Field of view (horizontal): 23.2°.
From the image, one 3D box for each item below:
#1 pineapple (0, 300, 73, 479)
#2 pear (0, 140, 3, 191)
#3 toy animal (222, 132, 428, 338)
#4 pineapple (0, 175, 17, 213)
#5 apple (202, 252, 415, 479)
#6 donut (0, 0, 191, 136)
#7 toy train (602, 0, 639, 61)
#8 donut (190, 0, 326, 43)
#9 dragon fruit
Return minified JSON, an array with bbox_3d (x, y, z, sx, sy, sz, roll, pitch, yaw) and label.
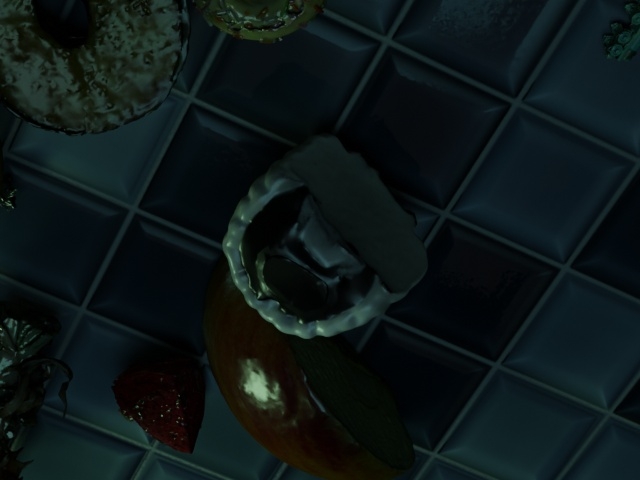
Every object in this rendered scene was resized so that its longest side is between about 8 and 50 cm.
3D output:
[{"bbox_3d":[-0.424,0.199,1.917,0.262,0.262,0.272,28,102,-15],"label":"pineapple"},{"bbox_3d":[-0.487,-0.083,1.648,0.284,0.336,0.285,0,84,3],"label":"pear"},{"bbox_3d":[0.000,0.000,1.768,0.156,0.204,0.208,-35,97,37],"label":"toy animal"},{"bbox_3d":[-0.416,-0.049,1.840,0.124,0.058,0.058,-16,121,-2],"label":"pineapple"},{"bbox_3d":[-0.026,0.170,1.899,0.254,0.179,0.346,-5,131,52],"label":"apple"},{"bbox_3d":[-0.265,-0.256,1.671,0.272,0.107,0.272,0,117,0],"label":"donut"},{"bbox_3d":[0.345,-0.234,1.703,0.045,0.029,0.092,14,127,-25],"label":"toy train"},{"bbox_3d":[-0.067,-0.287,1.659,0.174,0.068,0.175,1,121,1],"label":"donut"},{"bbox_3d":[-0.203,0.185,1.962,0.106,0.083,0.162,11,142,17],"label":"dragon fruit"}]
